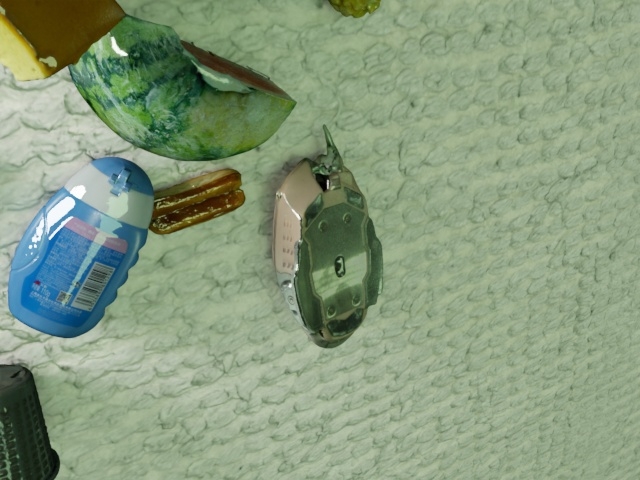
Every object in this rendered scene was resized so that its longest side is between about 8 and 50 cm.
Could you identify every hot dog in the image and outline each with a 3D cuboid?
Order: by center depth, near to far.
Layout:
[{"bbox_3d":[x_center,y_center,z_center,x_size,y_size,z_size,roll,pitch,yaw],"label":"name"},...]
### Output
[{"bbox_3d":[-0.194,-0.058,0.902,0.165,0.045,0.071,-22,123,-20],"label":"hot dog"}]

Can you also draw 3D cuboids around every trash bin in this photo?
[{"bbox_3d":[-0.469,0.266,0.836,0.176,0.175,0.160,-6,103,-28],"label":"trash bin"}]

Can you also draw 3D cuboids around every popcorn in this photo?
[{"bbox_3d":[0.054,-0.386,0.849,0.106,0.116,0.120,-47,129,-25],"label":"popcorn"}]

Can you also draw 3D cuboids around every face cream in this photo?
[{"bbox_3d":[-0.329,0.003,0.826,0.149,0.083,0.263,29,96,-21],"label":"face cream"}]

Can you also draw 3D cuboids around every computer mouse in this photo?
[{"bbox_3d":[-0.004,0.001,1.003,0.200,0.115,0.388,-20,110,-40],"label":"computer mouse"}]

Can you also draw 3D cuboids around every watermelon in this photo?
[{"bbox_3d":[-0.199,-0.210,0.778,0.305,0.224,0.180,20,57,-33],"label":"watermelon"}]

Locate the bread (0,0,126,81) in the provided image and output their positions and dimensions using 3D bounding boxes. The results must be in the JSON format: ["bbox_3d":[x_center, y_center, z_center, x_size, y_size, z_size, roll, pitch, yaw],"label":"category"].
[{"bbox_3d":[-0.340,-0.312,0.518,0.361,0.077,0.138,53,40,-37],"label":"bread"}]
